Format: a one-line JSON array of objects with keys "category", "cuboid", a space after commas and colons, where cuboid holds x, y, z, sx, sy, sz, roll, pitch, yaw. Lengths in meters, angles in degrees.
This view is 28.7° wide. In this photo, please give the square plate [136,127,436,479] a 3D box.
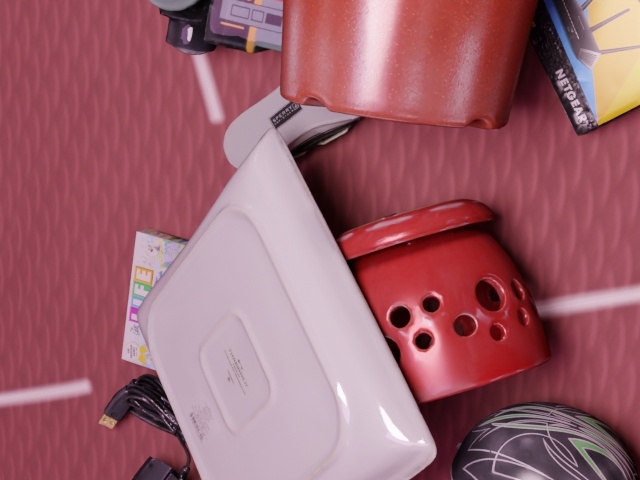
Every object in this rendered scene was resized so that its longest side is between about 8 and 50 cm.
[{"category": "square plate", "cuboid": [-0.064, 0.128, 1.217, 0.344, 0.049, 0.347, -48, 60, 44]}]

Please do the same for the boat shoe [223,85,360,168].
[{"category": "boat shoe", "cuboid": [0.000, -0.139, 1.260, 0.219, 0.070, 0.078, -27, 82, 30]}]

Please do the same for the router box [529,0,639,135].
[{"category": "router box", "cuboid": [0.256, -0.204, 1.134, 0.133, 0.046, 0.179, -28, 86, 28]}]

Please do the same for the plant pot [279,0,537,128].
[{"category": "plant pot", "cuboid": [0.080, -0.239, 1.064, 0.272, 0.272, 0.265, 12, 102, 24]}]

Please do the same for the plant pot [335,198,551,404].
[{"category": "plant pot", "cuboid": [0.105, 0.059, 1.181, 0.191, 0.191, 0.174, -17, 86, 28]}]

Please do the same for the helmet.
[{"category": "helmet", "cuboid": [0.213, 0.232, 1.173, 0.169, 0.169, 0.162, -7, 112, 27]}]

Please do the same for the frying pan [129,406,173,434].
[{"category": "frying pan", "cuboid": [-0.072, 0.222, 1.379, 0.326, 0.053, 0.197, 41, 113, 11]}]

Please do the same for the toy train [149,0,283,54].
[{"category": "toy train", "cuboid": [-0.059, -0.337, 1.225, 0.190, 0.142, 0.334, 16, 105, 11]}]

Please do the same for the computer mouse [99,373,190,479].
[{"category": "computer mouse", "cuboid": [-0.209, 0.281, 1.427, 0.184, 0.060, 0.262, 44, 126, 20]}]

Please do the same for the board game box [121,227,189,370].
[{"category": "board game box", "cuboid": [-0.166, 0.073, 1.406, 0.103, 0.026, 0.154, 15, 106, 24]}]
